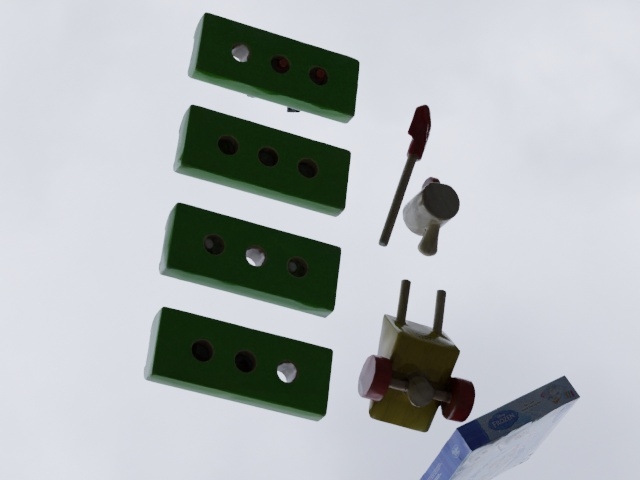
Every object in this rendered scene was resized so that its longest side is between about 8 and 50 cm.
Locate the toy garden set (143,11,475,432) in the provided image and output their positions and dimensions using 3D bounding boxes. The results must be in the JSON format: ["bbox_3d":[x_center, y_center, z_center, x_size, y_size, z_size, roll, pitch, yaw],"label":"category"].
[{"bbox_3d":[0.000,0.000,1.027,0.203,0.049,0.244,15,-118,-18],"label":"toy garden set"}]

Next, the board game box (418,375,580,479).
[{"bbox_3d":[0.108,0.128,1.035,0.090,0.090,0.020,-21,-115,-30],"label":"board game box"}]
